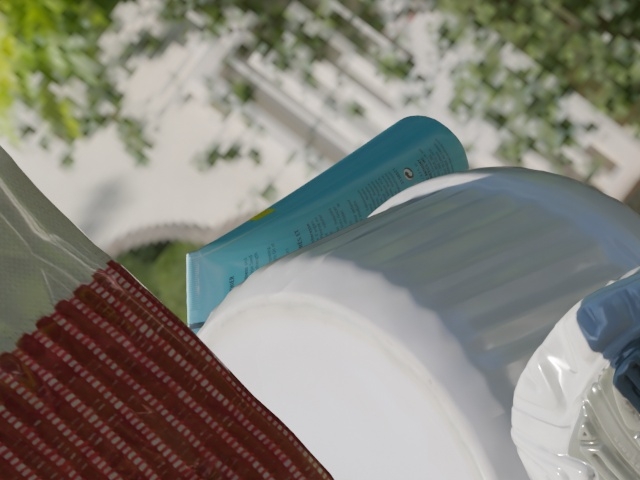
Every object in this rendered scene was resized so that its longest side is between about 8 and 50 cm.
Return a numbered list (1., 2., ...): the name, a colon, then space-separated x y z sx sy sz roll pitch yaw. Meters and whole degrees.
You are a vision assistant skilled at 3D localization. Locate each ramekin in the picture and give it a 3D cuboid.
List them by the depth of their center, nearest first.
1. ramekin: 0.047 0.112 0.762 0.127 0.273 0.273 -11 -30 -40

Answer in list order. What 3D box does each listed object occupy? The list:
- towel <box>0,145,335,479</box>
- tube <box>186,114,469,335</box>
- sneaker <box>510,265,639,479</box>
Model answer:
1. towel: -0.144 0.031 0.404 0.037 0.329 0.237 -45 1 42
2. tube: 0.000 0.000 0.940 0.207 0.052 0.080 -36 -49 -47
3. sneaker: 0.158 0.011 0.522 0.232 0.090 0.115 -31 2 31
